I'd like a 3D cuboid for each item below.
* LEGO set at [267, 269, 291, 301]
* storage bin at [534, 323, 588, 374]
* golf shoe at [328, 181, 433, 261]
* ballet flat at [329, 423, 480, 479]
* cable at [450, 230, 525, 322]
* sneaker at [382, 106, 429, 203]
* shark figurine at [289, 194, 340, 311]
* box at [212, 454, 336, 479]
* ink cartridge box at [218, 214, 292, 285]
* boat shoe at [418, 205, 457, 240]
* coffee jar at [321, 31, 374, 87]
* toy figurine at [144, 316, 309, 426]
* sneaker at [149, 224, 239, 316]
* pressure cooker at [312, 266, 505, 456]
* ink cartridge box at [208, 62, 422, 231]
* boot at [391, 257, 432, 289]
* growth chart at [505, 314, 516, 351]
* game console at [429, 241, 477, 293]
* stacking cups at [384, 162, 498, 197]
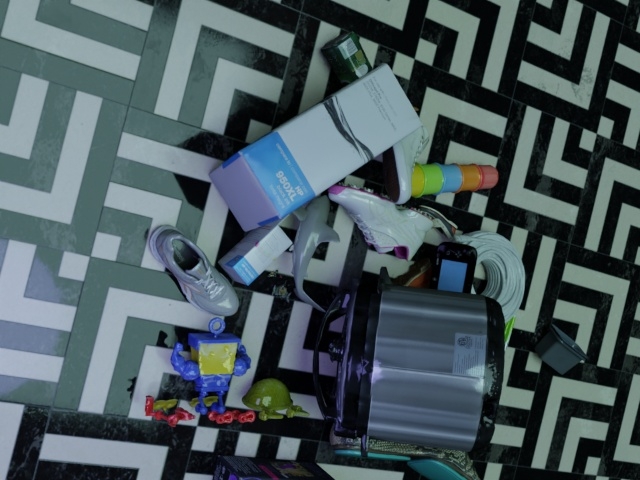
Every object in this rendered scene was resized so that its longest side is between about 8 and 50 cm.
[{"bbox_3d":[-0.099,0.111,1.880,0.054,0.023,0.083,-11,87,-28],"label":"LEGO set"},{"bbox_3d":[0.685,0.317,2.264,0.135,0.098,0.091,37,106,-26],"label":"storage bin"},{"bbox_3d":[0.141,-0.045,1.933,0.306,0.115,0.140,22,89,-27],"label":"golf shoe"},{"bbox_3d":[0.242,0.516,2.030,0.483,0.164,0.182,24,64,-25],"label":"ballet flat"},{"bbox_3d":[0.430,0.103,2.092,0.257,0.089,0.257,-6,91,-30],"label":"cable"},{"bbox_3d":[0.213,-0.217,1.882,0.123,0.106,0.290,3,61,-12],"label":"sneaker"},{"bbox_3d":[-0.010,0.020,1.824,0.166,0.116,0.278,26,74,-70],"label":"shark figurine"},{"bbox_3d":[-0.114,0.615,1.851,0.270,0.143,0.165,14,91,-28],"label":"box"},{"bbox_3d":[-0.137,0.016,1.800,0.181,0.104,0.061,-44,112,-16],"label":"ink cartridge box"},{"bbox_3d":[0.303,-0.047,2.051,0.137,0.049,0.043,32,83,-31],"label":"boat shoe"},{"bbox_3d":[0.083,-0.401,1.874,0.079,0.096,0.184,-39,111,-18],"label":"coffee jar"},{"bbox_3d":[-0.203,0.282,1.756,0.362,0.191,0.217,2,89,-28],"label":"toy figurine"},{"bbox_3d":[-0.269,0.080,1.730,0.099,0.121,0.262,-48,113,-14],"label":"sneaker"},{"bbox_3d":[0.193,0.278,1.810,0.420,0.370,0.375,6,121,4],"label":"pressure cooker"},{"bbox_3d":[-0.015,-0.199,1.725,0.395,0.285,0.166,-34,97,-19],"label":"ink cartridge box"},{"bbox_3d":[0.238,0.122,2.030,0.158,0.059,0.084,-34,114,-21],"label":"boot"},{"bbox_3d":[0.435,0.248,2.162,0.237,0.021,0.172,13,89,-25],"label":"growth chart"},{"bbox_3d":[0.306,0.177,1.995,0.213,0.044,0.361,7,105,1],"label":"game console"},{"bbox_3d":[0.323,-0.163,2.020,0.316,0.096,0.096,-7,98,-26],"label":"stacking cups"}]
